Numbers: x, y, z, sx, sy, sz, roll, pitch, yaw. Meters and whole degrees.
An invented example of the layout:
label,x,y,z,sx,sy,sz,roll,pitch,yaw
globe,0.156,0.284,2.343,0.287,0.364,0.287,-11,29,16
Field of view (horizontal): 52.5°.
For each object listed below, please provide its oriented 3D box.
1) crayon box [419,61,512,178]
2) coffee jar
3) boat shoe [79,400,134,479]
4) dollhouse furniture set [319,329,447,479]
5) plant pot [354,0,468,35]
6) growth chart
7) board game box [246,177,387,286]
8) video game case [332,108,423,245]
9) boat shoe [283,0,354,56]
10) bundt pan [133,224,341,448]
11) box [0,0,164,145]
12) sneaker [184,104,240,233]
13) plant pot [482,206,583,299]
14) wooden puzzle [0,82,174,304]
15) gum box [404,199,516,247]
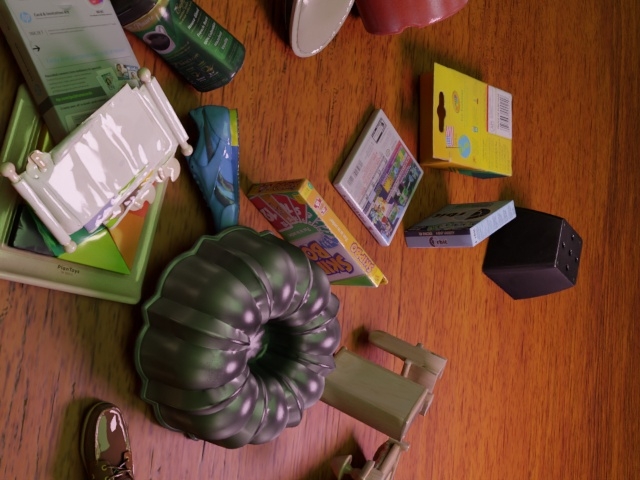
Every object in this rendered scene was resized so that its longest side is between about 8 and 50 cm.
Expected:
label,x,y,z,sx,sy,sz,roll,pitch,yaw
crayon box,0.310,-0.254,1.429,0.318,0.081,0.202,5,85,-46
coffee jar,-0.197,-0.291,0.895,0.184,0.096,0.079,38,60,-39
boat shoe,-0.265,0.297,0.833,0.064,0.060,0.178,-3,91,-46
dollhouse furniture set,0.063,0.384,1.188,0.303,0.173,0.356,-36,144,-54
plant pot,0.139,-0.527,1.150,0.272,0.272,0.265,-46,128,-36
growth chart,-0.253,-0.093,0.789,0.237,0.021,0.172,-50,147,-30
board game box,0.000,0.000,1.070,0.259,0.124,0.039,47,59,-34
video game case,0.118,-0.123,1.269,0.183,0.023,0.201,49,55,-33
boat shoe,-0.009,-0.462,1.024,0.127,0.113,0.340,-25,147,-30
bundt pan,-0.091,0.148,0.934,0.331,0.124,0.331,-13,109,-44
box,-0.293,-0.217,0.799,0.145,0.038,0.186,-31,100,-49
sneaker,-0.159,-0.094,0.963,0.082,0.069,0.209,-3,103,-10
plant pot,0.530,0.029,1.587,0.187,0.167,0.188,35,63,-40
wooden puzzle,-0.297,-0.053,0.823,0.221,0.044,0.239,19,75,-44
gum box,0.291,-0.034,1.348,0.184,0.157,0.041,-27,108,-44
